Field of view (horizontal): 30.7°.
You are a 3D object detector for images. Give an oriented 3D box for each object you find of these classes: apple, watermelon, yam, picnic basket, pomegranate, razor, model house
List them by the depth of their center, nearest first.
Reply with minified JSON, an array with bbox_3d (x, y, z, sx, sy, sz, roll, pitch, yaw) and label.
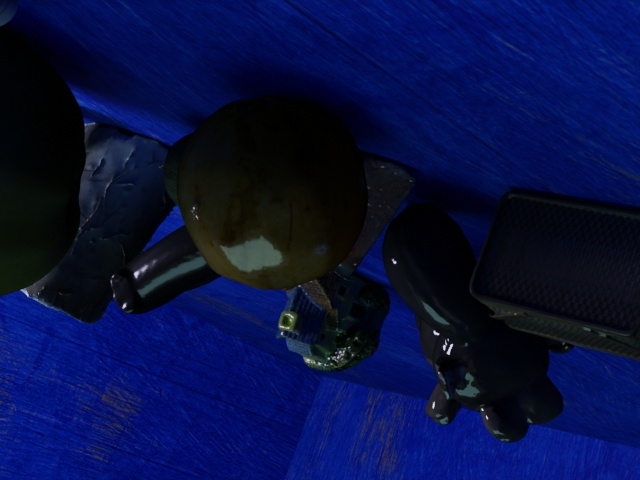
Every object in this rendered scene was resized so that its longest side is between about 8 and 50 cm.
[{"bbox_3d":[-0.066,-0.056,1.519,0.264,0.264,0.264,20,168,4],"label":"pomegranate"},{"bbox_3d":[0.341,0.046,1.525,0.266,0.165,0.139,13,167,35],"label":"picnic basket"},{"bbox_3d":[0.029,-0.051,1.671,0.136,0.207,0.202,-3,165,-33],"label":"watermelon"},{"bbox_3d":[-0.562,-0.116,1.700,0.473,0.474,0.473,20,168,4],"label":"apple"},{"bbox_3d":[-0.184,0.014,1.957,0.349,0.113,0.204,-23,-178,22],"label":"razor"},{"bbox_3d":[-0.398,-0.034,2.087,0.241,0.348,0.241,31,173,4],"label":"yam"},{"bbox_3d":[0.006,0.156,2.466,0.195,0.214,0.189,13,165,43],"label":"model house"}]

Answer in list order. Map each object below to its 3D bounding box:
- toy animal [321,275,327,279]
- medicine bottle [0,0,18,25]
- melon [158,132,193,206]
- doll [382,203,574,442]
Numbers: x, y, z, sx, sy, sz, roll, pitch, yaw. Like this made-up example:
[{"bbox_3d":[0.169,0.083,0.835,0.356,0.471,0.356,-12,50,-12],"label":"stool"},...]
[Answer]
[{"bbox_3d":[-0.084,0.029,2.352,0.210,0.121,0.117,19,-171,-22],"label":"toy animal"},{"bbox_3d":[-0.431,-0.315,1.473,0.058,0.058,0.091,15,167,26],"label":"medicine bottle"},{"bbox_3d":[-0.163,-0.098,1.794,0.192,0.139,0.139,14,167,17],"label":"melon"},{"bbox_3d":[0.241,0.083,1.788,0.252,0.379,0.382,-15,-159,3],"label":"doll"}]
